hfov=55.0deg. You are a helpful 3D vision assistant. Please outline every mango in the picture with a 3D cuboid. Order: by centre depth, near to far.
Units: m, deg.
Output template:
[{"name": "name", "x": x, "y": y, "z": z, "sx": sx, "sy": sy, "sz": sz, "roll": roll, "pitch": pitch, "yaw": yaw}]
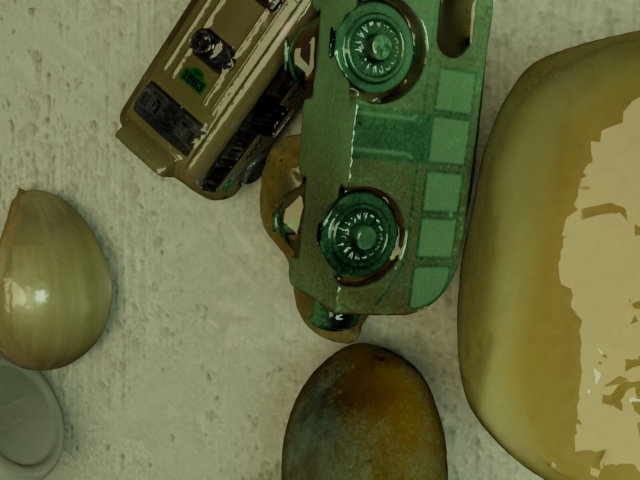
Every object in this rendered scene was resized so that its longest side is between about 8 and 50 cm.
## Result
[{"name": "mango", "x": 0.035, "y": 0.257, "z": 0.613, "sx": 0.193, "sy": 0.146, "sz": 0.316, "roll": -24, "pitch": 47, "yaw": 50}]

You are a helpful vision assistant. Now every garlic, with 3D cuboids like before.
[{"name": "garlic", "x": -0.356, "y": 0.051, "z": 0.793, "sx": 0.164, "sy": 0.146, "sz": 0.244, "roll": 1, "pitch": 93, "yaw": 49}]

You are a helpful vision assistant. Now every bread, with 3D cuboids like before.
[{"name": "bread", "x": 0.294, "y": 0.038, "z": 0.501, "sx": 0.348, "sy": 0.253, "sz": 0.375, "roll": 8, "pitch": 95, "yaw": 24}]

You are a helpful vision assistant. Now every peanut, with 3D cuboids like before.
[{"name": "peanut", "x": 0.000, "y": 0.000, "z": 0.675, "sx": 0.120, "sy": 0.110, "sz": 0.236, "roll": -11, "pitch": 100, "yaw": 8}]

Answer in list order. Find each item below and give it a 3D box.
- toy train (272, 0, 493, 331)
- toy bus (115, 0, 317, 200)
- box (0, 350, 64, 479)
[{"name": "toy train", "x": 0.051, "y": -0.079, "z": 0.549, "sx": 0.160, "sy": 0.129, "sz": 0.326, "roll": 2, "pitch": 99, "yaw": -22}, {"name": "toy bus", "x": -0.086, "y": -0.183, "z": 0.655, "sx": 0.139, "sy": 0.157, "sz": 0.289, "roll": 43, "pitch": 106, "yaw": 10}, {"name": "box", "x": -0.458, "y": 0.282, "z": 0.801, "sx": 0.207, "sy": 0.262, "sz": 0.291, "roll": -27, "pitch": 125, "yaw": 8}]
